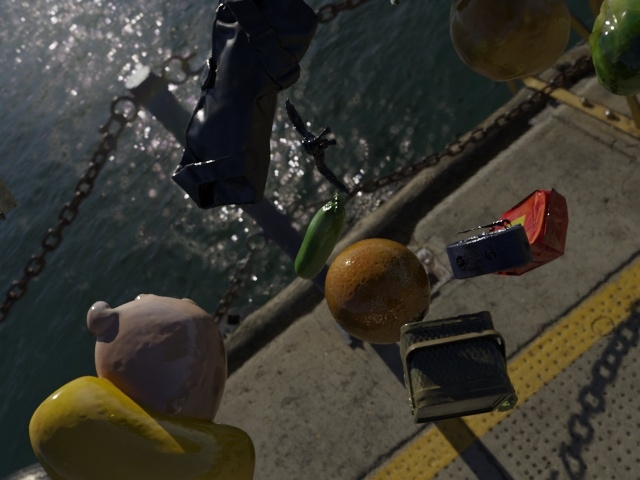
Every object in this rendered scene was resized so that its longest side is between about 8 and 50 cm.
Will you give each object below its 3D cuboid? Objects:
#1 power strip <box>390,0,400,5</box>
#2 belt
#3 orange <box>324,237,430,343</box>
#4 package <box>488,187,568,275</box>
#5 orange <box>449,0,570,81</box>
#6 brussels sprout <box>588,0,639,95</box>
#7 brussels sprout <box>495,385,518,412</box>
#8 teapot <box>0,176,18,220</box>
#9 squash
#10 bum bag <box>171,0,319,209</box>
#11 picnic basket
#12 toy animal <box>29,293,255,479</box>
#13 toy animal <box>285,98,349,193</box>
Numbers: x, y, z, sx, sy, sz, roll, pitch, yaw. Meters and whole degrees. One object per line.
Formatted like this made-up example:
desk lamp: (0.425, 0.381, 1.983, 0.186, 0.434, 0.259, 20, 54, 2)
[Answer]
power strip: (0.147, -0.669, 1.459, 0.065, 0.198, 0.213, -8, 28, 6)
belt: (0.434, 0.023, 1.606, 0.140, 0.126, 0.231, -17, -2, -42)
orange: (0.147, 0.128, 1.570, 0.274, 0.274, 0.274, -21, 45, 22)
package: (0.651, -0.013, 1.968, 0.123, 0.423, 0.195, 15, 72, -4)
orange: (0.428, -0.496, 1.415, 0.235, 0.279, 0.279, -46, 29, 46)
brussels sprout: (0.537, -0.340, 1.046, 0.144, 0.161, 0.180, -7, 76, 13)
brussels sprout: (0.509, 0.426, 1.685, 0.058, 0.085, 0.085, -32, 32, 57)
teapot: (-0.690, -0.112, 1.110, 0.222, 0.178, 0.163, 37, 58, 18)
squash: (0.000, 0.000, 1.837, 0.378, 0.101, 0.101, 118, 160, -46)
bum bag: (-0.097, -0.175, 0.765, 0.137, 0.074, 0.310, 27, 112, 19)
picnic basket: (0.232, 0.231, 1.095, 0.165, 0.266, 0.139, -10, 66, 2)
toy animal: (-0.271, 0.263, 0.884, 0.247, 0.278, 0.345, -53, 48, 46)
toy animal: (-0.006, -0.180, 1.176, 0.062, 0.220, 0.108, -32, 3, -4)
